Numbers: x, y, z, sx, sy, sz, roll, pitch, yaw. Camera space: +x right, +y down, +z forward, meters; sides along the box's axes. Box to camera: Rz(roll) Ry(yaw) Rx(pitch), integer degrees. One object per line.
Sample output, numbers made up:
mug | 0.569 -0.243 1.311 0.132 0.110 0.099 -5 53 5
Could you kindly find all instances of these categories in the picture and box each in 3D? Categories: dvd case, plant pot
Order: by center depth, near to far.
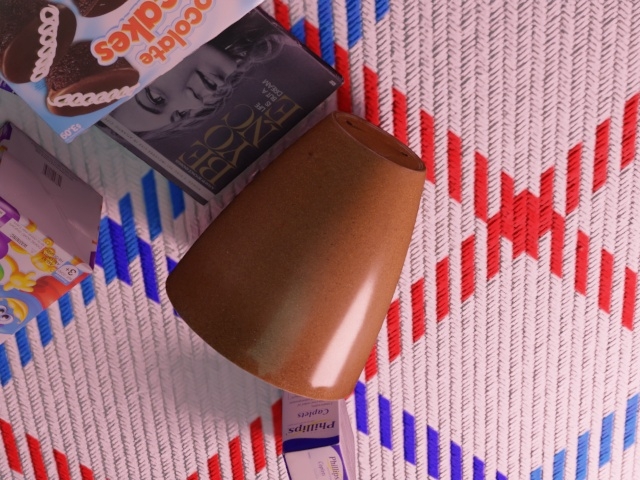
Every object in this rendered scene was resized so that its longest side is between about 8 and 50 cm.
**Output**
dvd case | -0.110 -0.149 1.685 0.164 0.018 0.221 38 118 -27
plant pot | 0.000 0.000 1.694 0.237 0.237 0.254 26 108 -21

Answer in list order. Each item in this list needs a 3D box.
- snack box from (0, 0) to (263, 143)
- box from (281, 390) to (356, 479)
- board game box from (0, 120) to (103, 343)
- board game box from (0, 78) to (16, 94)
snack box | -0.181 -0.255 1.537 0.322 0.060 0.187 -35 126 10
box | -0.001 0.245 1.916 0.072 0.137 0.126 -9 127 6
board game box | -0.386 0.028 1.731 0.275 0.142 0.144 -37 120 23
board game box | -0.325 -0.252 1.586 0.136 0.035 0.201 22 124 -18
